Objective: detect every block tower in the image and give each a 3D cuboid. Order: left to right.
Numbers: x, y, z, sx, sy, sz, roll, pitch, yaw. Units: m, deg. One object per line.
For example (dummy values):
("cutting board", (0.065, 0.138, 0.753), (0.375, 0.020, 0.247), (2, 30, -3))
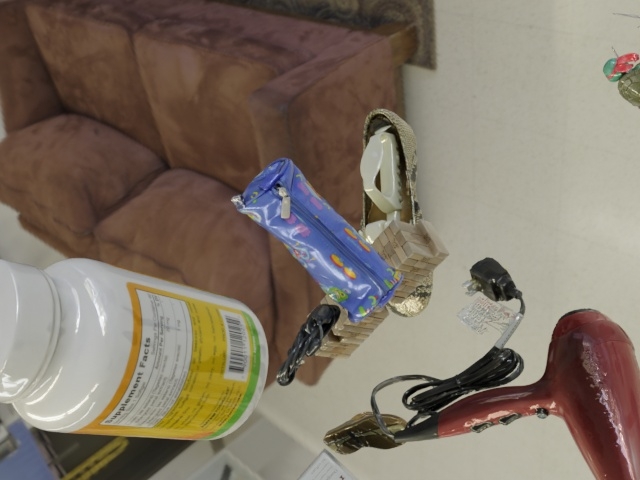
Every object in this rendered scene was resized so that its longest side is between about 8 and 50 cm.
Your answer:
("block tower", (0.100, 0.098, 1.451), (0.335, 0.097, 0.091), (-49, 47, 29))

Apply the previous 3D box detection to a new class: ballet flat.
("ballet flat", (0.146, -0.074, 1.647), (0.164, 0.182, 0.482), (-11, 71, 24))

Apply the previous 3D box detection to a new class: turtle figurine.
("turtle figurine", (0.533, -0.255, 1.163), (0.234, 0.118, 0.175), (27, 161, 1))

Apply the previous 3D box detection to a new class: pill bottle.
("pill bottle", (-0.170, 0.091, 0.611), (0.136, 0.136, 0.246), (23, 180, 40))

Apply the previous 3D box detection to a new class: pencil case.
("pencil case", (0.000, 0.000, 1.200), (0.306, 0.119, 0.133), (45, 172, -13))

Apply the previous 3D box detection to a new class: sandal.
("sandal", (0.080, 0.329, 1.282), (0.180, 0.049, 0.072), (-26, 109, 39))

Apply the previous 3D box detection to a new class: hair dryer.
("hair dryer", (0.203, 0.157, 0.713), (0.080, 0.223, 0.293), (40, 175, -38))

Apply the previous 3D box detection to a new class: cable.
("cable", (-0.020, 0.175, 1.264), (0.047, 0.184, 0.150), (31, 103, -1))

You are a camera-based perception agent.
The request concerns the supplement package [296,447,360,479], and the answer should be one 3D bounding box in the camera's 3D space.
("supplement package", (0.039, 0.450, 1.234), (0.179, 0.105, 0.105), (40, 171, 9))
